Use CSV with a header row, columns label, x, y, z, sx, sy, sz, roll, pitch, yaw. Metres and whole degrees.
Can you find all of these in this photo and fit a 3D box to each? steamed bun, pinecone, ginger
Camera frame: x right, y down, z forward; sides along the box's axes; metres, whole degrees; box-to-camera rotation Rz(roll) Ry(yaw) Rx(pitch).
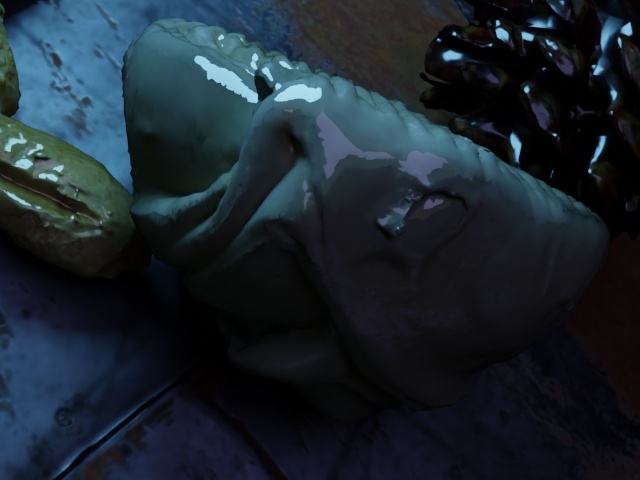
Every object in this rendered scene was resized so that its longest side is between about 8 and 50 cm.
label,x,y,z,sx,sy,sz,roll,pitch,yaw
steamed bun,0.006,0.003,0.766,0.324,0.310,0.219,20,97,-40
pinecone,0.218,-0.139,0.919,0.242,0.296,0.298,29,21,-33
ginger,-0.302,-0.138,0.753,0.348,0.122,0.363,-3,79,-38
